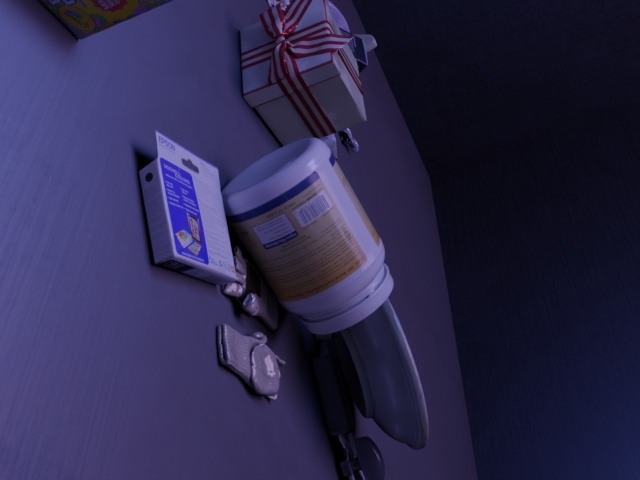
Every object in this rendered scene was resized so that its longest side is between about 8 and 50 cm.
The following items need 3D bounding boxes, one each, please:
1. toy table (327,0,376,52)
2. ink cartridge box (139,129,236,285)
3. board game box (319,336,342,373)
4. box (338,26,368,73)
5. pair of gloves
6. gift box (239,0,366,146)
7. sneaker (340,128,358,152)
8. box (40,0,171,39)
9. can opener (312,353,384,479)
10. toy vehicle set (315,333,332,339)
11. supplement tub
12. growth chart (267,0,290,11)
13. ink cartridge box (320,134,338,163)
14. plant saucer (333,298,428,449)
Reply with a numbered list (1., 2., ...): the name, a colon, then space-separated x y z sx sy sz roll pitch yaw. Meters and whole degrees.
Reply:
1. toy table: 0.018 -0.549 2.185 0.274 0.252 0.160 33 25 -52
2. ink cartridge box: -0.210 -0.045 1.213 0.206 0.045 0.208 32 45 -66
3. board game box: 0.025 0.263 1.710 0.090 0.020 0.090 -83 150 -55
4. box: -0.005 -0.482 1.991 0.207 0.153 0.108 19 47 -30
5. pair of gloves: -0.114 0.151 1.336 0.204 0.042 0.240 55 25 -47
6. gift box: -0.031 -0.412 1.790 0.258 0.276 0.255 48 24 -52
7. sneaker: 0.091 -0.322 2.500 0.098 0.038 0.069 57 22 -18
8. box: -0.338 -0.486 1.017 0.290 0.177 0.279 47 31 -56
9. can opener: 0.064 0.373 1.592 0.076 0.095 0.283 13 62 -72
10. toy vehicle set: 0.013 0.062 1.681 0.166 0.035 0.266 -77 168 -61
11. supplement tub: -0.019 -0.006 1.418 0.316 0.228 0.228 60 20 -18
12. growth chart: -0.138 -0.742 2.205 0.237 0.021 0.171 -16 90 -73
13. ink cartridge box: -0.008 -0.315 2.140 0.232 0.066 0.189 95 -26 -76
14. plant saucer: 0.107 0.262 1.625 0.400 0.101 0.400 163 -90 -81
